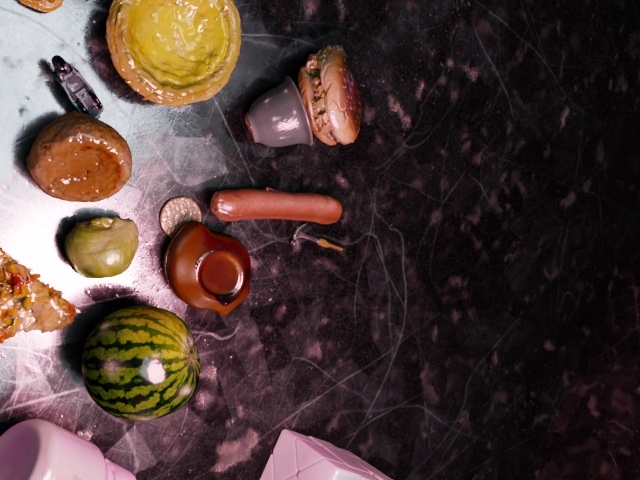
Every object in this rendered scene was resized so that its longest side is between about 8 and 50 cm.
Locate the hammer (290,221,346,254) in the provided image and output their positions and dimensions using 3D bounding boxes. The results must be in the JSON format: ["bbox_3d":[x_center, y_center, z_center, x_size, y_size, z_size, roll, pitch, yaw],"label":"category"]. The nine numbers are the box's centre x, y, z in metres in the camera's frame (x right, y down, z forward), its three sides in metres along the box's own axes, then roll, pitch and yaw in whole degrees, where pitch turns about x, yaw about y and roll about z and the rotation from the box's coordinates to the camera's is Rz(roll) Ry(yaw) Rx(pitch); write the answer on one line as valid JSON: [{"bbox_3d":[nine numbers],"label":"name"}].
[{"bbox_3d":[0.000,0.000,2.112,0.200,0.021,0.078,19,88,-36],"label":"hammer"}]

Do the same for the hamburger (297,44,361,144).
[{"bbox_3d":[0.036,-0.401,1.945,0.243,0.146,0.286,29,51,-67],"label":"hamburger"}]

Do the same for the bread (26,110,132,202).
[{"bbox_3d":[-0.551,-0.192,1.600,0.229,0.123,0.230,-12,139,-11],"label":"bread"}]

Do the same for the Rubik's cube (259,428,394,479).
[{"bbox_3d":[0.012,0.804,2.103,0.315,0.318,0.322,27,83,-35],"label":"Rubik's cube"}]

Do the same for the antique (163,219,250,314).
[{"bbox_3d":[-0.292,0.078,1.856,0.223,0.129,0.278,-38,124,-22],"label":"antique"}]

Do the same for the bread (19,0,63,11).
[{"bbox_3d":[-0.627,-0.557,1.553,0.110,0.044,0.083,15,95,-34],"label":"bread"}]

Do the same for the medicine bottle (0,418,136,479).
[{"bbox_3d":[-0.621,0.599,1.664,0.256,0.256,0.325,-54,132,-14],"label":"medicine bottle"}]

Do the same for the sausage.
[{"bbox_3d":[-0.121,-0.096,1.969,0.418,0.094,0.094,0,70,-34],"label":"sausage"}]

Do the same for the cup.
[{"bbox_3d":[-0.123,-0.327,1.882,0.149,0.199,0.199,-20,112,-8],"label":"cup"}]

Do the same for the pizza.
[{"bbox_3d":[-0.728,0.177,1.619,0.287,0.074,0.251,42,78,-31],"label":"pizza"}]

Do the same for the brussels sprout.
[{"bbox_3d":[-0.526,0.021,1.694,0.183,0.131,0.146,-11,84,-32],"label":"brussels sprout"}]

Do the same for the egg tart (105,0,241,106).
[{"bbox_3d":[-0.363,-0.494,1.693,0.345,0.132,0.346,-8,103,-34],"label":"egg tart"}]

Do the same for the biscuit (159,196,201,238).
[{"bbox_3d":[-0.370,-0.058,1.848,0.120,0.015,0.120,-8,104,-33],"label":"biscuit"}]

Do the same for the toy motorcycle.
[{"bbox_3d":[-0.566,-0.349,1.605,0.058,0.100,0.173,-43,123,-21],"label":"toy motorcycle"}]

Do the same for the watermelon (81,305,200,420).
[{"bbox_3d":[-0.440,0.298,1.713,0.285,0.285,0.285,-8,104,-33],"label":"watermelon"}]
